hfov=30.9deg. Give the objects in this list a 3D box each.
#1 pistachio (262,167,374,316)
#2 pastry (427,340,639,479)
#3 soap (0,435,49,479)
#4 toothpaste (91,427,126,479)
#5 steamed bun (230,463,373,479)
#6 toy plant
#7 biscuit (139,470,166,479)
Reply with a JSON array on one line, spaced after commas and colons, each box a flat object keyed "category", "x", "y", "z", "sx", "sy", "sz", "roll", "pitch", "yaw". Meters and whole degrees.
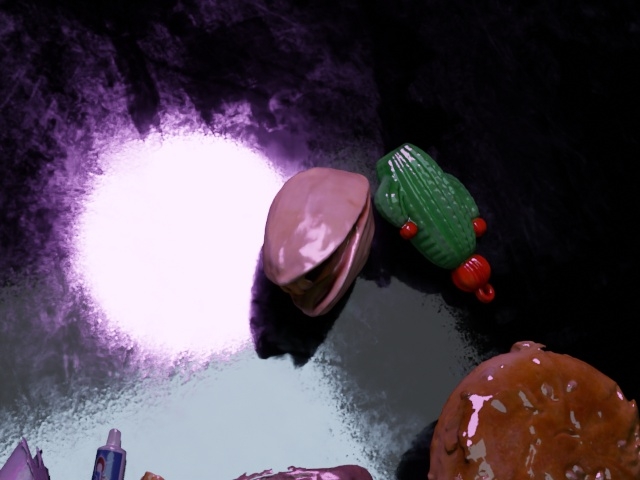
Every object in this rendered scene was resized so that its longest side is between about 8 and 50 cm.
[{"category": "pistachio", "x": 0.000, "y": 0.000, "z": 1.538, "sx": 0.157, "sy": 0.157, "sz": 0.229, "roll": 18, "pitch": 44, "yaw": -1}, {"category": "pastry", "x": 0.264, "y": 0.294, "z": 1.434, "sx": 0.284, "sy": 0.184, "sz": 0.316, "roll": 15, "pitch": 62, "yaw": -10}, {"category": "soap", "x": -0.297, "y": 0.411, "z": 1.291, "sx": 0.257, "sy": 0.159, "sz": 0.302, "roll": 26, "pitch": 68, "yaw": 7}, {"category": "toothpaste", "x": -0.266, "y": 0.327, "z": 1.414, "sx": 0.057, "sy": 0.035, "sz": 0.197, "roll": 0, "pitch": 65, "yaw": 11}, {"category": "steamed bun", "x": -0.057, "y": 0.400, "z": 1.323, "sx": 0.301, "sy": 0.199, "sz": 0.252, "roll": -17, "pitch": 72, "yaw": 0}, {"category": "toy plant", "x": 0.168, "y": -0.032, "z": 1.620, "sx": 0.240, "sy": 0.088, "sz": 0.155, "roll": 38, "pitch": 45, "yaw": -18}, {"category": "biscuit", "x": -0.190, "y": 0.368, "z": 1.219, "sx": 0.144, "sy": 0.033, "sz": 0.224, "roll": 27, "pitch": 72, "yaw": 7}]
